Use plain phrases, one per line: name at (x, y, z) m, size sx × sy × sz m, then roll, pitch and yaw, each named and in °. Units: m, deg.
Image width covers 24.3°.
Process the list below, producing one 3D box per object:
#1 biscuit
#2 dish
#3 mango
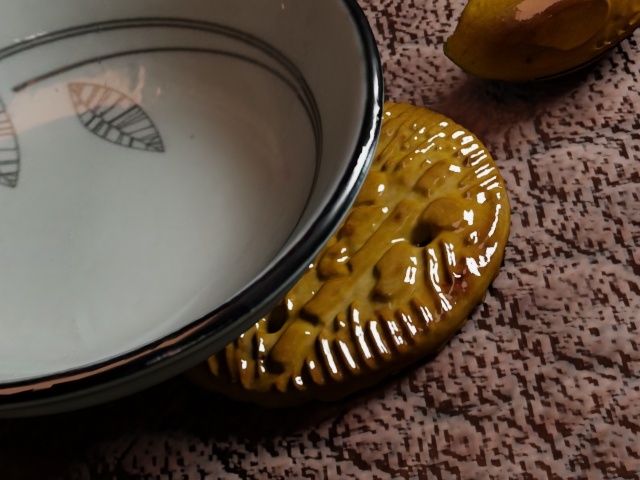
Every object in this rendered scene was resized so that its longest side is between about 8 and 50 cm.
biscuit at (0.000, -0.001, 0.718) m, size 0.187 × 0.027 × 0.188 m, roll -14°, pitch 44°, yaw 14°
dish at (-0.116, -0.020, 0.688) m, size 0.316 × 0.106 × 0.316 m, roll -8°, pitch 44°, yaw 8°
mango at (0.122, -0.121, 0.750) m, size 0.127 × 0.063 × 0.077 m, roll -38°, pitch 49°, yaw -5°
